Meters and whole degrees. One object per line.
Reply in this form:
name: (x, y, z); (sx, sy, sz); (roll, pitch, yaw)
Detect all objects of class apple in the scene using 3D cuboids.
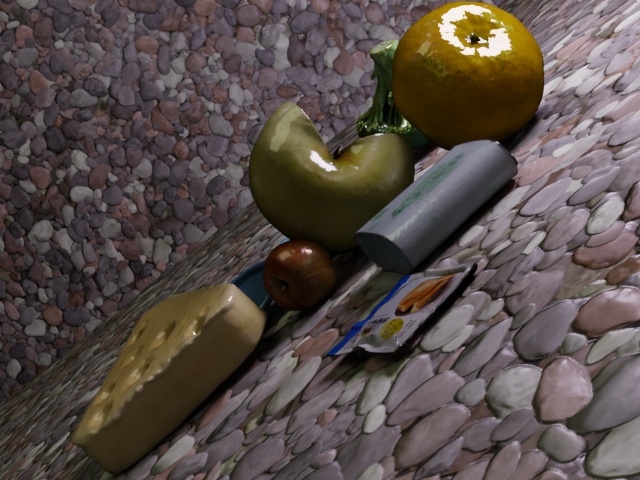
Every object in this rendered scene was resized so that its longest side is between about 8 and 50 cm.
apple: (0.009, -0.095, 1.509); (0.258, 0.295, 0.233); (107, -174, -67)
apple: (-0.037, 0.057, 1.428); (0.102, 0.126, 0.126); (-31, 3, -39)

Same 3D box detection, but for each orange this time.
orange: (0.262, -0.287, 1.492); (0.279, 0.279, 0.235); (-44, -18, -23)

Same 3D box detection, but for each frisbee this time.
frisbee: (-0.169, 0.158, 1.634); (0.289, 0.049, 0.289); (-40, 19, 17)

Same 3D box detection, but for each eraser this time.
eraser: (0.175, -0.053, 1.278); (0.227, 0.081, 0.174); (-41, 11, -12)

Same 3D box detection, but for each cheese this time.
cheese: (-0.283, 0.241, 1.457); (0.384, 0.104, 0.384); (-39, 18, 15)

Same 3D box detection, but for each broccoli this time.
broccoli: (0.188, -0.331, 1.899); (0.269, 0.269, 0.254); (-37, 28, 12)

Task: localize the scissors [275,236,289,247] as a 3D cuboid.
scissors: (0.015, -0.044, 1.920); (0.180, 0.032, 0.393); (-45, 12, -27)

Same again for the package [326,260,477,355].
package: (0.102, 0.091, 1.065); (0.171, 0.027, 0.173); (-44, 15, -27)
